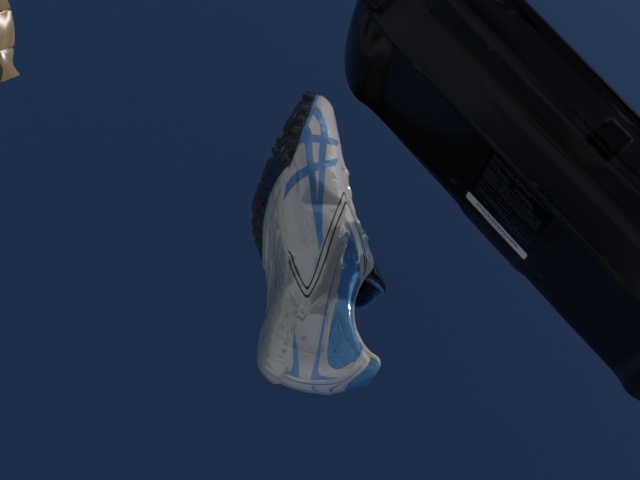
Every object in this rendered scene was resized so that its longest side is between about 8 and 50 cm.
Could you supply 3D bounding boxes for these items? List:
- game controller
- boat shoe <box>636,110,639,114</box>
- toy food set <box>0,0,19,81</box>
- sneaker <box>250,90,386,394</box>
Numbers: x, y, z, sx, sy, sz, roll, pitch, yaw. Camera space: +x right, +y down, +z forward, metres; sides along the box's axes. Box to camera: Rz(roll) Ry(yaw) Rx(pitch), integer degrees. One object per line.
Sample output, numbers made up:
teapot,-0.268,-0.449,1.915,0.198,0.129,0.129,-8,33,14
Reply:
game controller,0.128,-0.042,0.703,0.067,0.166,0.319,-36,-106,-15
boat shoe,0.266,-0.010,0.939,0.109,0.258,0.089,-4,-116,32
toy food set,-0.209,-0.148,0.684,0.019,0.078,0.122,-1,-79,27
sneaker,0.000,0.000,0.848,0.086,0.085,0.237,12,-126,-19
